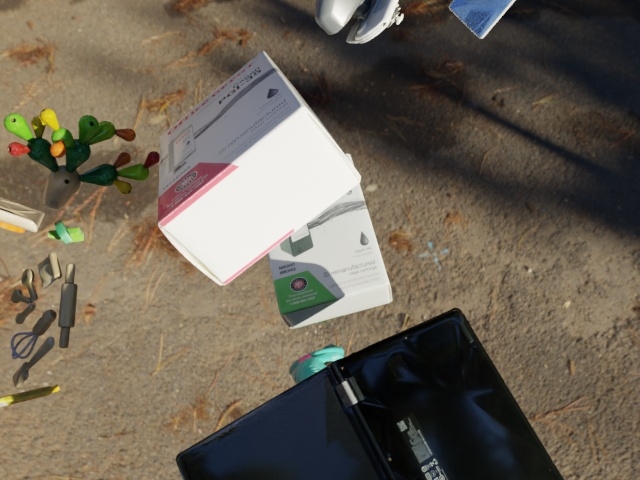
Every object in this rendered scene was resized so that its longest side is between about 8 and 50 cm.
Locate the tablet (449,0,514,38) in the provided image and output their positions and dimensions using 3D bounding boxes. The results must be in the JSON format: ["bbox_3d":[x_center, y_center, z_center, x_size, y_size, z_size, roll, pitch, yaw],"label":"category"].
[{"bbox_3d":[0.174,-0.254,0.577,0.006,0.083,0.054,-12,59,-51],"label":"tablet"}]

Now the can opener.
[{"bbox_3d":[0.088,-0.353,0.672,0.074,0.093,0.281,2,62,55],"label":"can opener"}]

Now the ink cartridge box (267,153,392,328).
[{"bbox_3d":[0.000,0.000,1.121,0.211,0.121,0.289,-16,66,3],"label":"ink cartridge box"}]

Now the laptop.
[{"bbox_3d":[0.092,0.354,0.764,0.407,0.236,0.382,-15,69,-38],"label":"laptop"}]

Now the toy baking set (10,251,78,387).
[{"bbox_3d":[-0.552,0.156,1.134,0.196,0.030,0.257,-14,72,31],"label":"toy baking set"}]

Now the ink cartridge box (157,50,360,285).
[{"bbox_3d":[-0.097,-0.107,0.729,0.207,0.117,0.283,-38,32,7],"label":"ink cartridge box"}]

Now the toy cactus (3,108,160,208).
[{"bbox_3d":[-0.378,-0.113,0.883,0.218,0.180,0.112,12,43,-40],"label":"toy cactus"}]

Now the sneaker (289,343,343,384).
[{"bbox_3d":[0.022,0.314,1.191,0.123,0.296,0.179,-24,51,6],"label":"sneaker"}]

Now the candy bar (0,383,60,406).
[{"bbox_3d":[-0.620,0.321,1.164,0.161,0.040,0.018,-8,65,-24],"label":"candy bar"}]

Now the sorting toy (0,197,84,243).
[{"bbox_3d":[-0.178,-0.013,0.329,0.083,0.062,0.012,23,89,-25],"label":"sorting toy"}]
